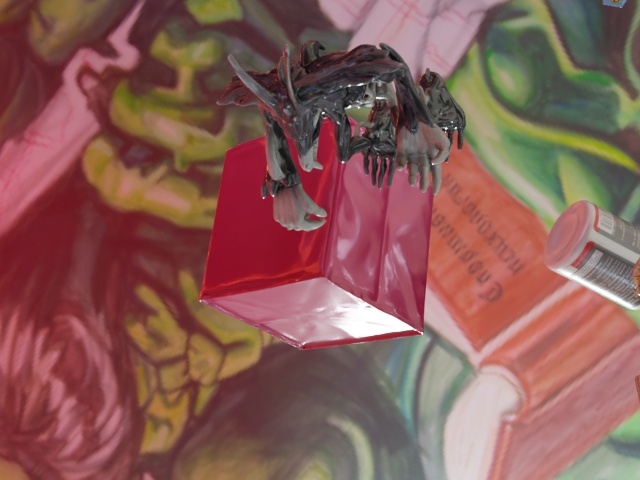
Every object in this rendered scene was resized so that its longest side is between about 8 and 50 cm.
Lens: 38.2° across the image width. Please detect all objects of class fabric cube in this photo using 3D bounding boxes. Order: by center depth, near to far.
[{"bbox_3d":[0.000,0.000,1.434,0.254,0.258,0.259,-11,150,37],"label":"fabric cube"}]

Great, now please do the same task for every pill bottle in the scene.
[{"bbox_3d":[0.624,0.046,1.918,0.283,0.161,0.161,27,-169,-10],"label":"pill bottle"}]

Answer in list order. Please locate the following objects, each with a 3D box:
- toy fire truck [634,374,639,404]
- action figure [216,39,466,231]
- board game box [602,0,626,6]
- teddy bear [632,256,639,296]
[{"bbox_3d":[0.528,0.317,1.310,0.217,0.246,0.158,-13,-152,-21],"label":"toy fire truck"},{"bbox_3d":[0.029,-0.087,0.764,0.276,0.164,0.141,-2,-98,-60],"label":"action figure"},{"bbox_3d":[0.501,-0.508,1.481,0.039,0.160,0.211,19,140,30],"label":"board game box"},{"bbox_3d":[0.638,0.101,1.561,0.245,0.113,0.338,-42,-71,-41],"label":"teddy bear"}]
